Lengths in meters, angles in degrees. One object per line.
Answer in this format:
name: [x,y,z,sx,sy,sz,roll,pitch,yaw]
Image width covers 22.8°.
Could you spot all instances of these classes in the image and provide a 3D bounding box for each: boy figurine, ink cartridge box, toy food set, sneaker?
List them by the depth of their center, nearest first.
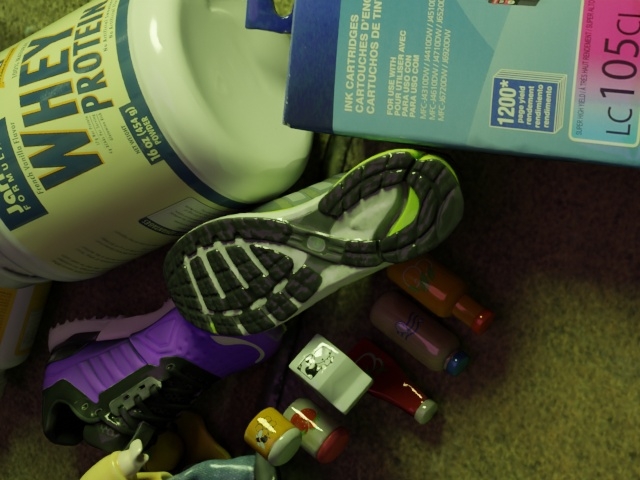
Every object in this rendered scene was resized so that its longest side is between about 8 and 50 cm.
ink cartridge box: [0.126,-0.211,1.340,0.396,0.151,0.269,9,97,31]
sneaker: [0.000,0.000,1.397,0.300,0.121,0.111,-19,94,21]
toy food set: [0.049,0.127,1.412,0.104,0.111,0.232,37,79,23]
boy figurine: [-0.169,0.269,1.488,0.285,0.092,0.177,-15,115,-2]
sneaker: [-0.157,0.141,1.518,0.293,0.102,0.146,-16,50,37]
toy food set: [-0.155,0.279,1.573,0.128,0.071,0.217,5,96,30]

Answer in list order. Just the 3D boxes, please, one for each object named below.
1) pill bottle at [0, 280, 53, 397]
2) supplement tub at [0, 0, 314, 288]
pill bottle: [-0.341,0.070,1.653,0.103,0.103,0.184,27,105,27]
supplement tub: [-0.195,-0.099,1.481,0.325,0.235,0.235,-23,81,29]
